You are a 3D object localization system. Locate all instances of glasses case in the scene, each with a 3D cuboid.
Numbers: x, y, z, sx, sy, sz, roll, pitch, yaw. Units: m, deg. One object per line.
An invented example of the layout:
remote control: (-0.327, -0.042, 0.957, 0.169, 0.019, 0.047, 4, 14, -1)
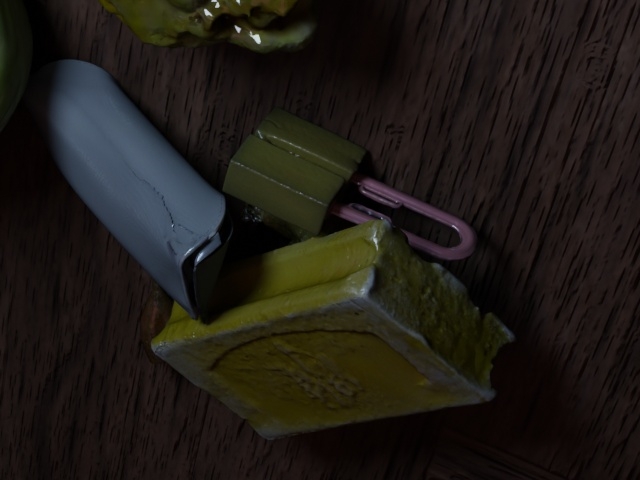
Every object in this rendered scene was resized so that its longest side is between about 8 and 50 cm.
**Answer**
glasses case: (-0.174, -0.051, 1.552, 0.308, 0.083, 0.128, 46, 152, 34)

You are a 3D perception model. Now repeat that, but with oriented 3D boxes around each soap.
soap: (0.004, 0.094, 1.537, 0.315, 0.091, 0.199, -16, 131, 44)

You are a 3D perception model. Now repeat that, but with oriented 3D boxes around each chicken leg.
chicken leg: (0.000, 0.000, 1.562, 0.178, 0.070, 0.093, 21, 134, 22)

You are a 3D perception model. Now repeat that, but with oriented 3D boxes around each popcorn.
popcorn: (-0.112, -0.253, 1.365, 0.266, 0.192, 0.233, 40, 137, 19)

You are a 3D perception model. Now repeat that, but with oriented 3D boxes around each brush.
brush: (0.036, -0.037, 1.494, 0.233, 0.103, 0.047, 26, 132, 8)

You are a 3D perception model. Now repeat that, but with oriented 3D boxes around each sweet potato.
sweet potato: (-0.167, 0.082, 1.701, 0.049, 0.049, 0.117, 11, 128, 20)

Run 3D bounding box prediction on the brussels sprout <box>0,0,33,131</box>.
brussels sprout: (-0.408, -0.184, 1.522, 0.274, 0.242, 0.316, 1, 119, 35)
